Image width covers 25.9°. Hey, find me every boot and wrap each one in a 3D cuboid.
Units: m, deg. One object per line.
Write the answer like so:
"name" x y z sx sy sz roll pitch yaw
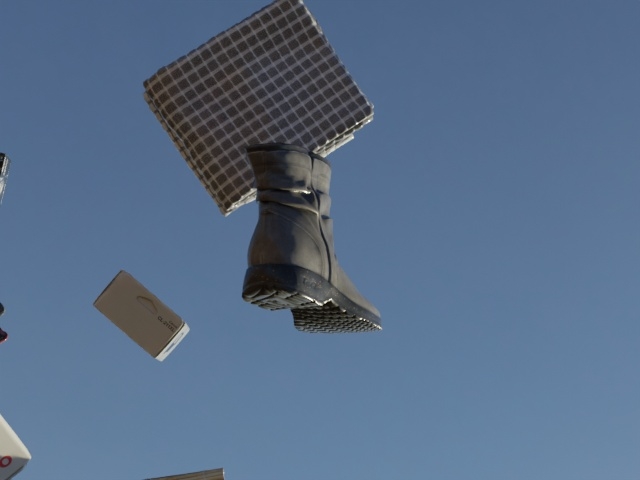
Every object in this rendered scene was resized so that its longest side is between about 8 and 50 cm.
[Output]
"boot" 0.000 0.000 1.893 0.118 0.222 0.338 -5 -18 19

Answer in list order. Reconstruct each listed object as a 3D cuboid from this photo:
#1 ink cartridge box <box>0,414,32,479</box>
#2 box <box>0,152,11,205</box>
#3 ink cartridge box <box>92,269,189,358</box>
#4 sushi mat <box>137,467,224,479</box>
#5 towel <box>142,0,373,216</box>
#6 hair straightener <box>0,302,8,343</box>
"ink cartridge box" -0.414 0.184 1.393 0.093 0.154 0.212 30 -26 53
"box" -0.529 -0.099 2.277 0.018 0.083 0.067 12 -8 -3
"ink cartridge box" -0.271 0.116 2.118 0.127 0.072 0.175 41 -7 2
"sushi mat" -0.257 0.352 1.569 0.317 0.151 0.019 -8 -19 -4
"towel" -0.085 -0.205 2.033 0.235 0.284 0.121 54 -12 5
"hair straightener" -0.440 0.117 1.512 0.047 0.230 0.089 30 -48 31
